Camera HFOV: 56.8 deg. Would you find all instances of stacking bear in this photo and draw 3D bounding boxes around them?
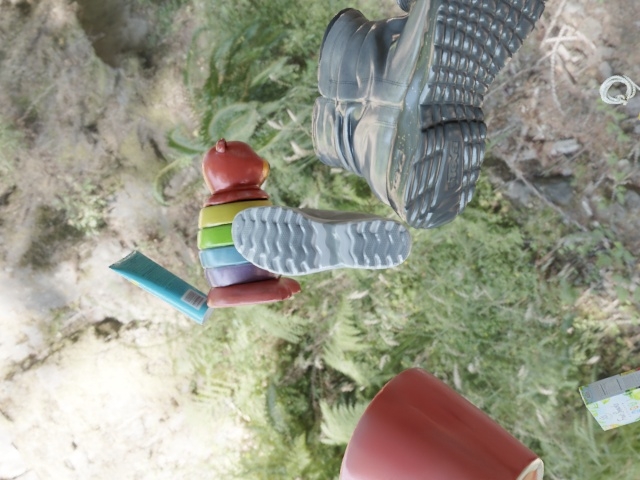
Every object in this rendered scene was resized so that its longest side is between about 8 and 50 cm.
[{"bbox_3d":[-0.141,-0.035,1.056,0.175,0.164,0.289,-3,-95,-83],"label":"stacking bear"}]

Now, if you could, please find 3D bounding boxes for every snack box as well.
[{"bbox_3d":[0.498,0.265,0.982,0.141,0.100,0.037,43,-150,-42],"label":"snack box"}]

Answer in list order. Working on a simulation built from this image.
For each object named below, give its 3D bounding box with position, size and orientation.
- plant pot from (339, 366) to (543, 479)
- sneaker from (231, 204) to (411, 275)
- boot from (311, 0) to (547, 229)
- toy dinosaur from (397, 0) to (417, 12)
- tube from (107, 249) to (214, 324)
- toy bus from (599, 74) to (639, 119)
[{"bbox_3d":[0.207,0.384,0.969,0.243,0.275,0.275,22,154,37],"label":"plant pot"},{"bbox_3d":[0.000,0.000,0.941,0.115,0.281,0.105,-51,-33,-80],"label":"sneaker"},{"bbox_3d":[0.077,-0.199,0.570,0.223,0.118,0.338,46,126,48],"label":"boot"},{"bbox_3d":[0.179,-0.372,0.631,0.200,0.295,0.127,15,153,-16],"label":"toy dinosaur"},{"bbox_3d":[-0.298,0.085,1.134,0.207,0.052,0.080,31,-153,7],"label":"tube"},{"bbox_3d":[0.491,-0.171,0.756,0.191,0.104,0.202,51,131,-2],"label":"toy bus"}]
